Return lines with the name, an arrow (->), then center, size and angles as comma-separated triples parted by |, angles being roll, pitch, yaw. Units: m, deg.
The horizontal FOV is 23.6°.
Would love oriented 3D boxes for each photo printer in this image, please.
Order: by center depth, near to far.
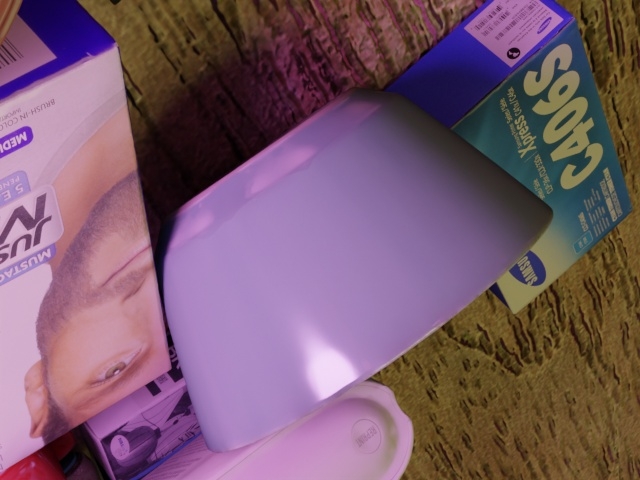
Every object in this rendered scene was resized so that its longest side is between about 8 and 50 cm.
photo printer -> -0.079, 0.215, 1.189 | 0.307, 0.107, 0.256 | -35, -177, -27

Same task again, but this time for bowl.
bowl -> 0.000, 0.000, 1.134 | 0.311, 0.163, 0.311 | -34, -175, 3

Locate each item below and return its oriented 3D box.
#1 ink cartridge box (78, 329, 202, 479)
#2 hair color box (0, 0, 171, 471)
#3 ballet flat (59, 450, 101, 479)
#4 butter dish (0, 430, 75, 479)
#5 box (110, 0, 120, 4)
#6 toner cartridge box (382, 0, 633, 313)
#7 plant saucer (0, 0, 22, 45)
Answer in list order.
ink cartridge box -> -0.056, 0.109, 1.362 | 0.333, 0.065, 0.165 | -34, 146, -17
hair color box -> -0.215, 0.004, 1.024 | 0.185, 0.110, 0.339 | -31, 147, -21
ballet flat -> -0.256, 0.246, 1.296 | 0.168, 0.057, 0.052 | -36, 115, -12
butter dish -> -0.257, 0.204, 1.197 | 0.160, 0.118, 0.160 | -36, 148, -10
box -> -0.118, -0.232, 0.929 | 0.116, 0.029, 0.162 | -40, 149, -7
toner cartridge box -> 0.179, -0.074, 1.394 | 0.165, 0.075, 0.348 | -41, 148, -3
plant saucer -> -0.270, -0.162, 0.674 | 0.332, 0.084, 0.332 | -12, 112, -31
